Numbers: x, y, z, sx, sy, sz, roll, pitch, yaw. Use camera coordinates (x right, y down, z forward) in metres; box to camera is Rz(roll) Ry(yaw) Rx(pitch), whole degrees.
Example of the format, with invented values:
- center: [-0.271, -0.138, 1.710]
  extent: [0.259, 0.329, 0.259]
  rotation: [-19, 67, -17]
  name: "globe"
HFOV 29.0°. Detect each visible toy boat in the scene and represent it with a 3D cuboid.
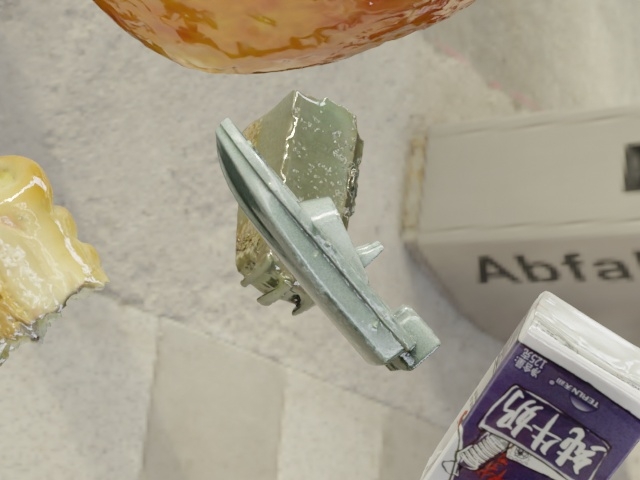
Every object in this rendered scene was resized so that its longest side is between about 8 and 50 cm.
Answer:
- center: [0.000, 0.000, 1.286]
  extent: [0.319, 0.092, 0.141]
  rotation: [50, 2, -5]
  name: "toy boat"

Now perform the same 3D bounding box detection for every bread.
- center: [-0.470, 0.042, 1.713]
  extent: [0.270, 0.316, 0.211]
  rotation: [53, 2, 1]
  name: "bread"

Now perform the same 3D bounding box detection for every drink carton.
- center: [0.194, 0.178, 1.116]
  extent: [0.222, 0.134, 0.102]
  rotation: [-61, 175, 26]
  name: "drink carton"

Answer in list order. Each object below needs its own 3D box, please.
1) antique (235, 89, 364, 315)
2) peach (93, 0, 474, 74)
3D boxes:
- center: [-0.034, -0.041, 1.615]
  extent: [0.125, 0.150, 0.284]
  rotation: [23, 53, -27]
  name: "antique"
- center: [0.000, -0.190, 0.480]
  extent: [0.238, 0.281, 0.281]
  rotation: [20, 67, -51]
  name: "peach"
